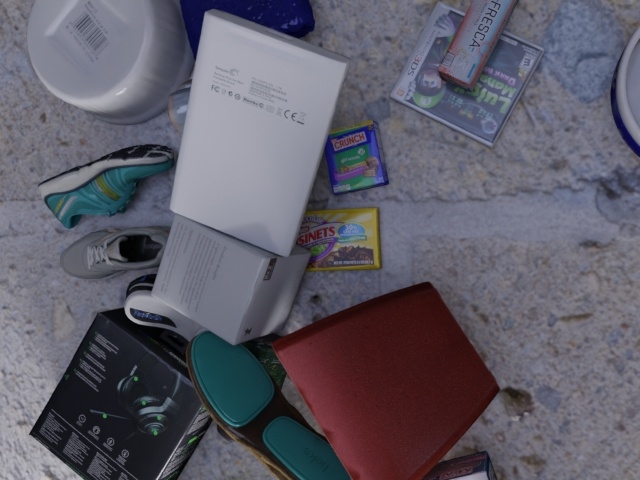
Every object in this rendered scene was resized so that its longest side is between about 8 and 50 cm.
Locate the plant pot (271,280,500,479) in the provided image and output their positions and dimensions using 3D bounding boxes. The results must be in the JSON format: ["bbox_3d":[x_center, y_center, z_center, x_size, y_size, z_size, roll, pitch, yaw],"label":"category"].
[{"bbox_3d":[0.111,0.200,1.029,0.235,0.267,0.267,-33,82,2],"label":"plant pot"}]

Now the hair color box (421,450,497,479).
[{"bbox_3d":[0.224,0.514,1.022,0.173,0.105,0.347,-19,86,15],"label":"hair color box"}]

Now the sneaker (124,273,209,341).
[{"bbox_3d":[-0.234,0.116,1.204,0.216,0.121,0.079,26,106,-21],"label":"sneaker"}]

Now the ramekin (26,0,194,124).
[{"bbox_3d":[-0.375,-0.351,1.203,0.277,0.135,0.277,0,91,15],"label":"ramekin"}]

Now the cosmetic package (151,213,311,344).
[{"bbox_3d":[-0.144,0.053,1.116,0.183,0.151,0.151,27,105,23],"label":"cosmetic package"}]

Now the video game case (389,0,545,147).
[{"bbox_3d":[0.233,-0.267,1.099,0.190,0.022,0.173,29,98,13],"label":"video game case"}]

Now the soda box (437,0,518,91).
[{"bbox_3d":[0.248,-0.326,1.050,0.058,0.063,0.183,29,98,13],"label":"soda box"}]

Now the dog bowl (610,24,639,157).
[{"bbox_3d":[0.557,-0.220,0.971,0.264,0.104,0.265,0,90,15],"label":"dog bowl"}]

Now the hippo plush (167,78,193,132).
[{"bbox_3d":[-0.085,-0.164,1.123,0.294,0.234,0.237,-5,115,20],"label":"hippo plush"}]

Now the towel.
[{"bbox_3d":[-0.139,-0.462,1.167,0.227,0.076,0.308,-16,82,17],"label":"towel"}]

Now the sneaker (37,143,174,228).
[{"bbox_3d":[-0.376,-0.101,1.241,0.275,0.107,0.110,-18,106,19],"label":"sneaker"}]

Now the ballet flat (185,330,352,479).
[{"bbox_3d":[-0.085,0.283,1.043,0.342,0.116,0.124,38,145,21],"label":"ballet flat"}]

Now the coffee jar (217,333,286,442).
[{"bbox_3d":[-0.112,0.250,1.160,0.079,0.096,0.185,20,97,48],"label":"coffee jar"}]

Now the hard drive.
[{"bbox_3d":[-0.096,-0.144,0.975,0.203,0.040,0.308,22,121,7],"label":"hard drive"}]

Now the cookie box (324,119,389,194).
[{"bbox_3d":[0.058,-0.137,1.138,0.091,0.040,0.107,-12,87,16],"label":"cookie box"}]

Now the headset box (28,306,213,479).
[{"bbox_3d":[-0.322,0.283,1.200,0.246,0.131,0.283,32,99,13],"label":"headset box"}]

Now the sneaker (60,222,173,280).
[{"bbox_3d":[-0.361,0.016,1.211,0.262,0.121,0.099,-11,87,15],"label":"sneaker"}]

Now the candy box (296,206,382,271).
[{"bbox_3d":[0.000,0.000,1.163,0.205,0.027,0.105,-3,89,15],"label":"candy box"}]
